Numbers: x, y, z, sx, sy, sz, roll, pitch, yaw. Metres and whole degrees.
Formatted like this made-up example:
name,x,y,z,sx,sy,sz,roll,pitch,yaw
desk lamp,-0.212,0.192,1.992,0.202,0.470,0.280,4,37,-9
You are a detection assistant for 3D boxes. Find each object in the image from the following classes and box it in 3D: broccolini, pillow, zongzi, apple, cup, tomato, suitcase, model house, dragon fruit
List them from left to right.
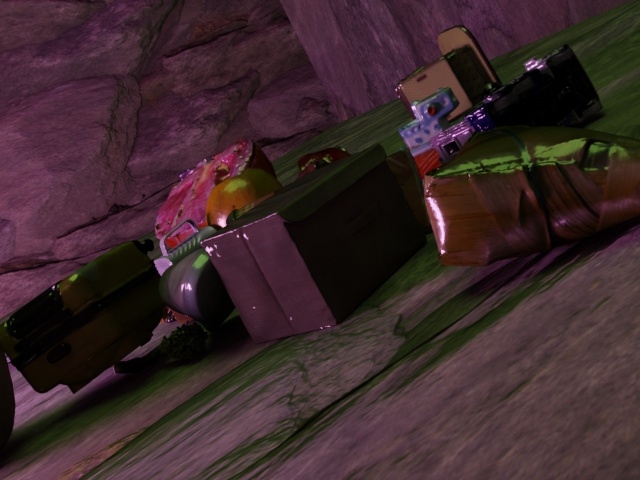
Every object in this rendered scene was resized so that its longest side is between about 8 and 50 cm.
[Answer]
name,x,y,z,sx,sy,sz,roll,pitch,yaw
suitcase,-0.327,0.114,1.290,0.194,0.143,0.235,-34,4,23
broccolini,-0.232,0.162,1.256,0.239,0.051,0.054,-28,10,48
cup,-0.257,0.029,1.748,0.129,0.128,0.095,-38,15,-36
tomato,-0.230,-0.064,2.056,0.335,0.176,0.289,-28,29,28
apple,-0.151,-0.059,1.817,0.182,0.155,0.182,-26,7,4
dragon fruit,0.024,-0.145,1.915,0.121,0.127,0.161,-34,8,10
pillow,0.048,-0.037,1.272,0.232,0.126,0.043,-20,-11,28
model house,0.218,-0.279,1.836,0.279,0.218,0.205,-33,9,-5
zongzi,0.265,-0.071,0.909,0.289,0.123,0.260,-13,12,23

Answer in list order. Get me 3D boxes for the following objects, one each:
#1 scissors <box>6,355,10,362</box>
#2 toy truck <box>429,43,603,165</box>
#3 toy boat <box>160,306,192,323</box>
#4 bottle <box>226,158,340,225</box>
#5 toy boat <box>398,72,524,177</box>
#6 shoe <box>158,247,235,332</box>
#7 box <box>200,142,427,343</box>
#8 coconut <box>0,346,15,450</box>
name,x,y,z,sx,sy,sz,roll,pitch,yaw
scissors,-0.651,0.240,2.014,0.447,0.029,0.192,-25,9,27
toy truck,0.303,-0.189,1.364,0.268,0.124,0.155,-37,9,-39
toy boat,-0.204,0.096,1.462,0.200,0.057,0.077,-21,18,36
bottle,-0.009,-0.053,1.399,0.271,0.143,0.156,-29,-33,10
toy boat,0.295,-0.246,1.652,0.332,0.133,0.145,-26,9,7
shoe,-0.167,0.058,1.206,0.103,0.100,0.251,-60,-9,-16
box,0.000,0.000,1.122,0.155,0.149,0.231,-19,13,41
coconut,-0.536,0.220,1.190,0.259,0.259,0.259,-27,10,5
